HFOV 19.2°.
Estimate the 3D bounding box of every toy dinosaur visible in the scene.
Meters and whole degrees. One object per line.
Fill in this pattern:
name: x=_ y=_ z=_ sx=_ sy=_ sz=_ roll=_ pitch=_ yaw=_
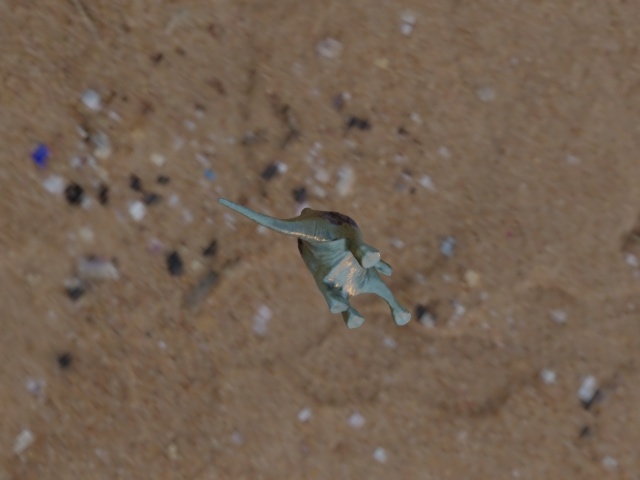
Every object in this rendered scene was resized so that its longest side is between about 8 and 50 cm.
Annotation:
toy dinosaur: x=0.009 y=0.011 z=0.858 sx=0.037 sy=0.058 sz=0.180 roll=-44 pitch=158 yaw=0
